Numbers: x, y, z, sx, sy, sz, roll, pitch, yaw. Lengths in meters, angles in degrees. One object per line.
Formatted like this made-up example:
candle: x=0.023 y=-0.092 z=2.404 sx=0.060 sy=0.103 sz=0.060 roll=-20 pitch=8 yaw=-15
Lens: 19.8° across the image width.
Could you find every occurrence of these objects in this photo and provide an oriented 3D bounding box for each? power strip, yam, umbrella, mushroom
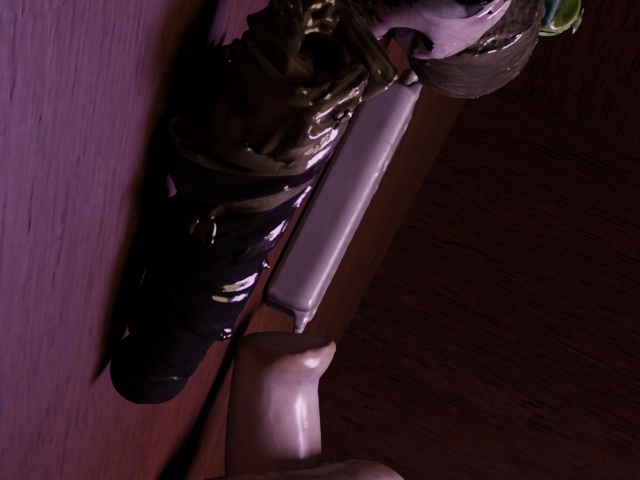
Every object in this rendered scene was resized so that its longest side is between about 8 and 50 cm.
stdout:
power strip: x=0.028 y=-0.055 z=2.067 sx=0.338 sy=0.058 sz=0.098 roll=-63 pitch=174 yaw=-12
yam: x=0.158 y=-0.244 z=1.942 sx=0.161 sy=0.161 sz=0.268 roll=-64 pitch=173 yaw=-3
umbrella: x=-0.070 y=-0.015 z=1.149 sx=0.113 sy=0.106 sz=0.358 roll=-47 pitch=172 yaw=-43
mushroom: x=-0.024 y=0.307 z=1.967 sx=0.356 sy=0.315 sz=0.315 roll=-55 pitch=179 yaw=21

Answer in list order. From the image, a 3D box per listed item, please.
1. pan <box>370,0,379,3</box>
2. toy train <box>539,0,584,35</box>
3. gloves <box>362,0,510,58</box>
pan: x=0.066 y=-0.262 z=1.564 sx=0.136 sy=0.028 sz=0.235 roll=-61 pitch=-175 yaw=2
toy train: x=0.258 y=-0.369 z=2.159 sx=0.272 sy=0.188 sz=0.159 roll=-60 pitch=174 yaw=-22
gloves: x=0.105 y=-0.213 z=1.634 sx=0.127 sy=0.111 sz=0.212 roll=-57 pitch=-178 yaw=-14
